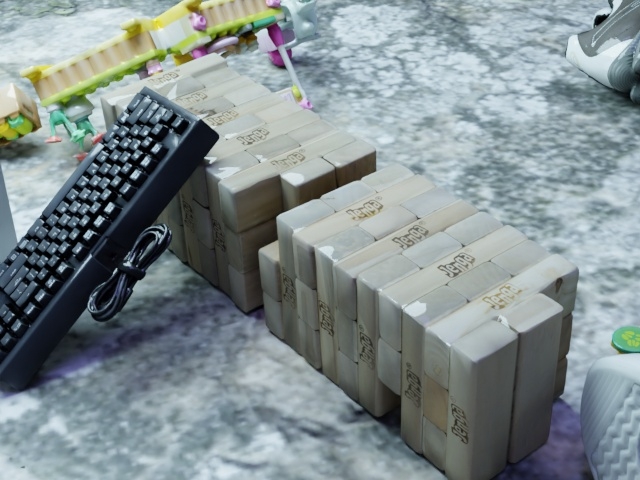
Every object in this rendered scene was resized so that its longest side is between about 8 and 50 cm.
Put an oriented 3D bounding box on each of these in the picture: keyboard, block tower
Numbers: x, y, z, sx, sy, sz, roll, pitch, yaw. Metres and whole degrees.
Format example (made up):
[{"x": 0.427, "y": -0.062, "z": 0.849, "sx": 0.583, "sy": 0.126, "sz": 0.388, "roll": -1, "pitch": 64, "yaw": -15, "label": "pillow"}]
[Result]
[{"x": -0.130, "y": -0.002, "z": 0.642, "sx": 0.108, "sy": 0.023, "sz": 0.180, "roll": 33, "pitch": 84, "yaw": 41, "label": "keyboard"}, {"x": 0.000, "y": 0.000, "z": 0.655, "sx": 0.091, "sy": 0.097, "sz": 0.335, "roll": -25, "pitch": 42, "yaw": -29, "label": "block tower"}]

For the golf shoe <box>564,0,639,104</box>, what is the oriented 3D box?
[{"x": 0.270, "y": -0.179, "z": 0.907, "sx": 0.094, "sy": 0.077, "sz": 0.198, "roll": 23, "pitch": 41, "yaw": 33, "label": "golf shoe"}]

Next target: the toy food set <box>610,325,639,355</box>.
[{"x": 0.198, "y": 0.066, "z": 0.605, "sx": 0.082, "sy": 0.020, "sz": 0.083, "roll": -20, "pitch": 39, "yaw": -23, "label": "toy food set"}]

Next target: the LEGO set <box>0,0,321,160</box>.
[{"x": -0.111, "y": -0.107, "z": 0.843, "sx": 0.287, "sy": 0.107, "sz": 0.132, "roll": -26, "pitch": 6, "yaw": -23, "label": "LEGO set"}]

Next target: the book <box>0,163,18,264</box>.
[{"x": -0.233, "y": -0.029, "z": 0.665, "sx": 0.035, "sy": 0.144, "sz": 0.096, "roll": 23, "pitch": 43, "yaw": 33, "label": "book"}]

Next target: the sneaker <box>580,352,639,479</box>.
[{"x": 0.238, "y": 0.115, "z": 0.481, "sx": 0.151, "sy": 0.094, "sz": 0.256, "roll": -12, "pitch": 29, "yaw": -32, "label": "sneaker"}]
